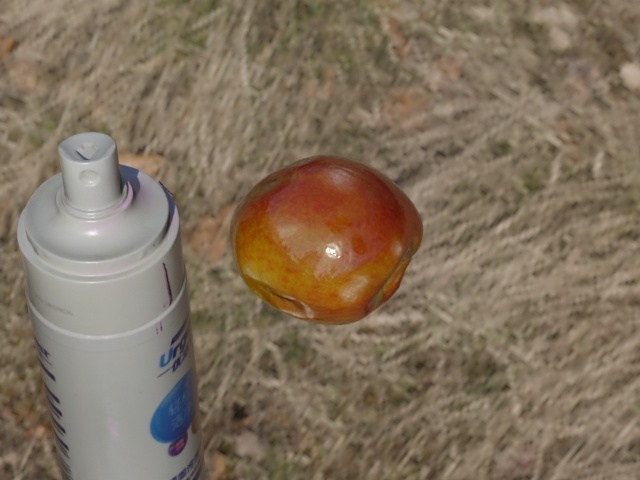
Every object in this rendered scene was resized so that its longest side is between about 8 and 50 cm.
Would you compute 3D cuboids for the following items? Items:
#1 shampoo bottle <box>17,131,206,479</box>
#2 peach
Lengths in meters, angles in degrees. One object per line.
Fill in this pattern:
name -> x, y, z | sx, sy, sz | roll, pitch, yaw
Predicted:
shampoo bottle -> -0.116, 0.058, 0.888 | 0.092, 0.303, 0.092 | 0, 45, 0
peach -> -0.001, -0.001, 0.837 | 0.101, 0.100, 0.100 | 17, 42, -16
